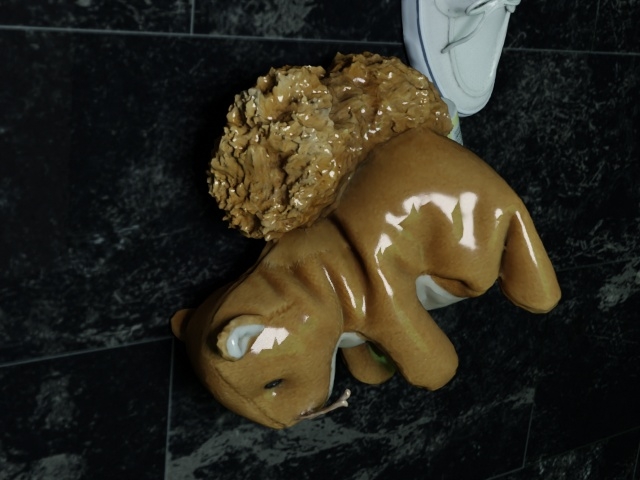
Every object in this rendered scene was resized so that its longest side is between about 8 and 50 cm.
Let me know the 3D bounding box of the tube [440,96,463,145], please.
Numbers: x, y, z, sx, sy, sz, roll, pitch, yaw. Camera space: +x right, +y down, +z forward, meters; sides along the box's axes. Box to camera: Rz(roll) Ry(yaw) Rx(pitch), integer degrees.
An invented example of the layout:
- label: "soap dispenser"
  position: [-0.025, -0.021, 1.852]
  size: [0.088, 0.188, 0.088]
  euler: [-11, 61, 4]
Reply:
- label: "tube"
  position: [0.158, -0.073, 1.272]
  size: [0.070, 0.062, 0.240]
  euler: [-10, 135, 8]

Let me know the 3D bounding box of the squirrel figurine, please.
- label: "squirrel figurine"
  position: [0.000, 0.000, 1.078]
  size: [0.370, 0.281, 0.397]
  euler: [-28, 108, -17]

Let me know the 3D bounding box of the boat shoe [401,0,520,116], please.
- label: "boat shoe"
  position: [0.192, -0.315, 1.148]
  size: [0.136, 0.156, 0.367]
  euler: [-19, 116, -33]
